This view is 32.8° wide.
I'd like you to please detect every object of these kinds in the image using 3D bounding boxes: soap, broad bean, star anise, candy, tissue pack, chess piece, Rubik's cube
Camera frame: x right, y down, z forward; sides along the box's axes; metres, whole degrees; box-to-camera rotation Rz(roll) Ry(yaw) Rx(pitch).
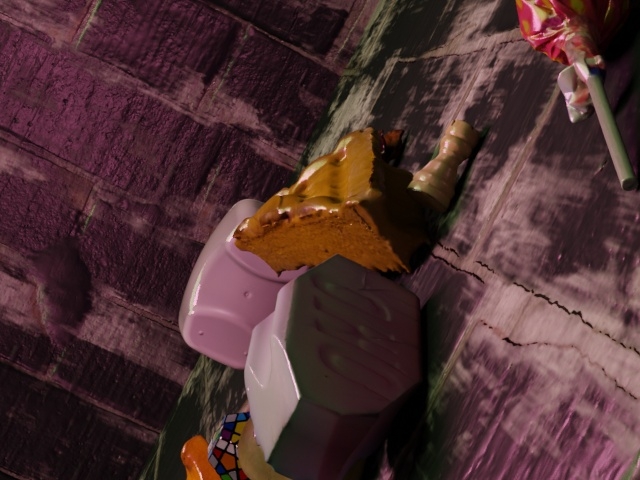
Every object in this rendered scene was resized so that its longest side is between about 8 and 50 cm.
[{"bbox_3d":[0.017,0.144,1.257,0.109,0.193,0.324,-59,10,27],"label":"soap"},{"bbox_3d":[-0.008,0.273,1.366,0.189,0.121,0.263,-59,24,-2],"label":"broad bean"},{"bbox_3d":[0.072,-0.147,2.015,0.158,0.144,0.140,-31,-52,-46],"label":"star anise"},{"bbox_3d":[0.271,-0.169,1.075,0.124,0.124,0.365,-57,22,37],"label":"candy"},{"bbox_3d":[-0.152,0.084,2.282,0.333,0.229,0.236,-62,11,12],"label":"tissue pack"},{"bbox_3d":[0.174,-0.106,1.505,0.122,0.066,0.066,-60,8,-8],"label":"chess piece"},{"bbox_3d":[-0.118,0.336,1.743,0.133,0.133,0.112,133,135,-61],"label":"Rubik's cube"},{"bbox_3d":[0.000,0.000,1.626,0.304,0.169,0.338,-40,15,15],"label":"soap"}]

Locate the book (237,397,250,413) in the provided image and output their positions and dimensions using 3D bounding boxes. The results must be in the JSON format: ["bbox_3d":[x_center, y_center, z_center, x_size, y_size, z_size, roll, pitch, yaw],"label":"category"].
[{"bbox_3d":[-0.137,0.314,2.005,0.217,0.021,0.310,-56,-1,42],"label":"book"}]

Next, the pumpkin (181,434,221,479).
[{"bbox_3d":[-0.213,0.507,1.754,0.290,0.095,0.258,-65,23,21],"label":"pumpkin"}]
